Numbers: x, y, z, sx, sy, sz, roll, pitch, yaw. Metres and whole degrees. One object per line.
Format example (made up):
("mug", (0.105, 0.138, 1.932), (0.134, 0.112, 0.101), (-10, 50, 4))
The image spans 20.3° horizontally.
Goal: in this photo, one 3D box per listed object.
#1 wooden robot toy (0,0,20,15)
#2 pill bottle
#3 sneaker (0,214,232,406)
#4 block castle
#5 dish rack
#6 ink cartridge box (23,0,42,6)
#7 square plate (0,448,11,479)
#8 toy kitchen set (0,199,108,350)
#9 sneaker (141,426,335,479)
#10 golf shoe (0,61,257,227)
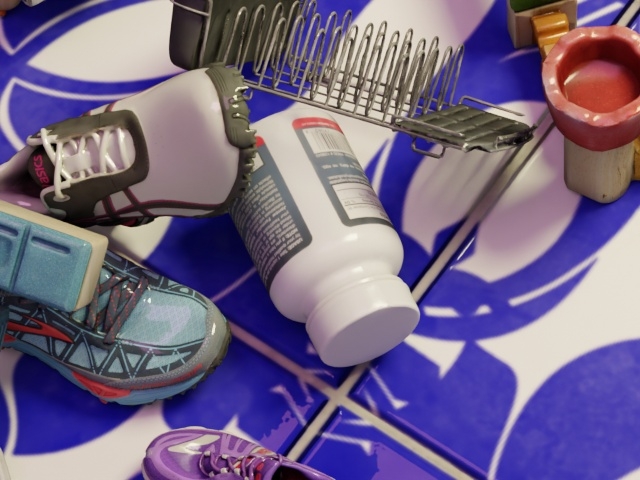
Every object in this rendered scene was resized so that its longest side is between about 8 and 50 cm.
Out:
("wooden robot toy", (-0.257, -0.230, 1.534), (0.173, 0.076, 0.079), (17, 102, 16))
("pill bottle", (0.000, 0.000, 1.343), (0.108, 0.108, 0.180), (-24, 62, -5))
("sneaker", (-0.196, 0.043, 1.337), (0.262, 0.125, 0.104), (15, 67, 15))
("block castle", (0.264, -0.283, 1.392), (0.303, 0.213, 0.453), (-16, 62, -1))
("dish rack", (0.032, -0.132, 1.361), (0.271, 0.208, 0.074), (19, 106, 16))
("ink cartridge box", (-0.142, -0.344, 1.520), (0.371, 0.069, 0.176), (-30, 61, -25))
("square plate", (-0.342, 0.353, 1.243), (0.347, 0.049, 0.344), (-20, 63, -3))
("toy kitchen set", (-0.250, 0.086, 1.219), (0.122, 0.166, 0.207), (18, 101, 7))
("sneaker", (-0.049, 0.168, 1.284), (0.170, 0.071, 0.068), (13, 66, 15))
("golf shoe", (-0.145, -0.055, 1.309), (0.120, 0.273, 0.105), (-9, 83, -36))
